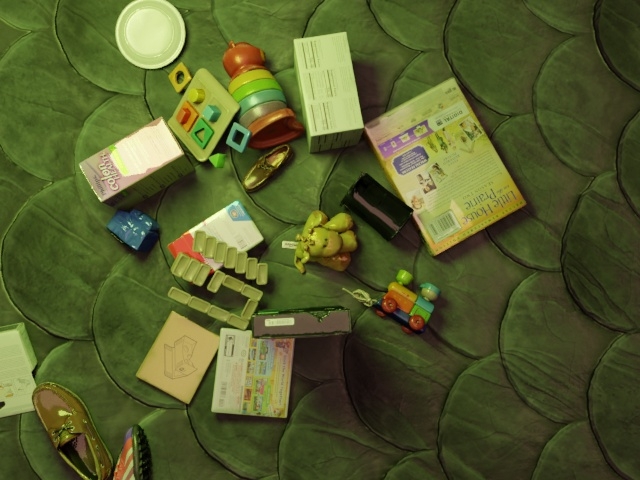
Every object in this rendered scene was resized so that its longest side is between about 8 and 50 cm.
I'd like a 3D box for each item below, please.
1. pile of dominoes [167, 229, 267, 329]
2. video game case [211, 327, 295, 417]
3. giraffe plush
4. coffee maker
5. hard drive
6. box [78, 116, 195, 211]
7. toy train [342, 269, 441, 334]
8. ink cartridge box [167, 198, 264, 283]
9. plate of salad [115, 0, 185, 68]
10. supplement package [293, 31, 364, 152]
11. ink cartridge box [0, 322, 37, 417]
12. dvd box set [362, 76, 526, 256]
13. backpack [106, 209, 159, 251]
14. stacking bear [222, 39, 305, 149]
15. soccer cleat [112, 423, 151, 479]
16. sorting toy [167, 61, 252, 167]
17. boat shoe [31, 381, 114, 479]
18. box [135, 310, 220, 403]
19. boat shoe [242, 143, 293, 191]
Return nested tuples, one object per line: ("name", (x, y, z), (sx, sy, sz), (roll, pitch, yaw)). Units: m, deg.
("pile of dominoes", (-0.270, 0.103, 1.801), (0.251, 0.040, 0.196), (28, 90, -20))
("video game case", (-0.182, 0.361, 1.836), (0.206, 0.026, 0.227), (7, 84, -8))
("giraffe plush", (0.000, 0.000, 1.813), (0.210, 0.170, 0.182), (-11, 86, -3))
("coffee maker", (0.152, -0.088, 1.828), (0.178, 0.171, 0.120), (38, 94, 3))
("hard drive", (-0.051, 0.205, 1.710), (0.236, 0.339, 0.064), (-3, 87, -4))
("box", (-0.478, -0.196, 1.788), (0.242, 0.213, 0.117), (-32, 87, -4))
("toy train", (0.202, 0.140, 1.851), (0.248, 0.105, 0.143), (32, 74, 1))
("ink cartridge box", (-0.284, 0.007, 1.846), (0.231, 0.078, 0.134), (-33, 88, -5))
("plate of salad", (-0.480, -0.586, 1.907), (0.199, 0.048, 0.200), (0, 94, 2))
("supplement package", (0.019, -0.396, 1.833), (0.145, 0.204, 0.262), (-9, 85, -3))
("ink cartridge box", (-0.899, 0.361, 1.799), (0.274, 0.060, 0.239), (-11, 110, -4))
("dvd box set", (0.345, -0.208, 1.903), (0.307, 0.062, 0.421), (-29, 86, -5))
("backpack", (-0.509, -0.035, 1.832), (0.120, 0.098, 0.101), (32, 86, 10))
("stacking bear", (-0.180, -0.414, 1.856), (0.164, 0.175, 0.289), (-24, 77, 7))
("soccer cleat", (-0.509, 0.648, 1.768), (0.116, 0.108, 0.319), (-3, 87, 1))
("sorting toy", (-0.329, -0.343, 1.830), (0.348, 0.047, 0.196), (48, 114, 21))
("boat shoe", (-0.650, 0.501, 1.763), (0.110, 0.104, 0.307), (-39, 91, -6))
("box", (-0.383, 0.319, 1.843), (0.164, 0.021, 0.201), (28, 84, 0))
("boat shoe", (-0.151, -0.208, 1.881), (0.178, 0.060, 0.064), (-43, 88, -5))
